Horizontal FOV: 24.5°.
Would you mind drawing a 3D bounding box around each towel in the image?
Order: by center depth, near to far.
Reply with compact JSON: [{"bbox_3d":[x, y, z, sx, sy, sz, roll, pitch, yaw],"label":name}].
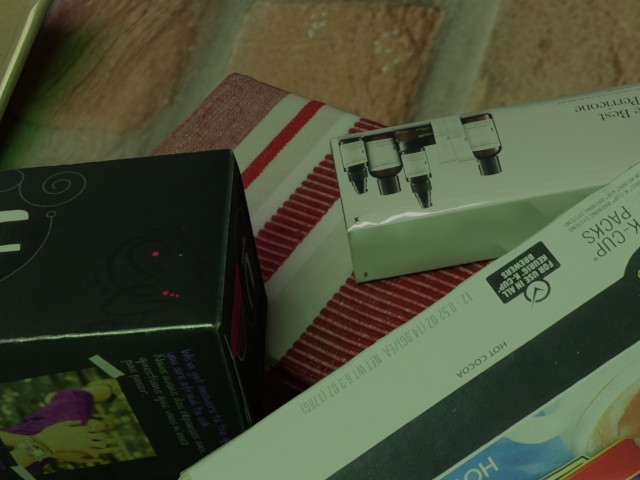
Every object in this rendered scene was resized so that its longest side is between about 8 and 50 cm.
[{"bbox_3d":[0.000,0.000,1.085,0.329,0.037,0.237,23,56,27],"label":"towel"}]

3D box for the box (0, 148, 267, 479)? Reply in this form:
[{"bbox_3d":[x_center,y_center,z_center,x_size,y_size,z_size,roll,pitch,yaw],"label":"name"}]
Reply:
[{"bbox_3d":[-0.178,0.055,0.937,0.270,0.143,0.165,-5,42,5],"label":"box"}]

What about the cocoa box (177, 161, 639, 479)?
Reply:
[{"bbox_3d":[0.145,0.164,0.818,0.347,0.231,0.228,-34,51,2],"label":"cocoa box"}]

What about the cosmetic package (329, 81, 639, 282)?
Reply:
[{"bbox_3d":[0.132,-0.044,1.037,0.239,0.060,0.099,-11,48,0],"label":"cosmetic package"}]

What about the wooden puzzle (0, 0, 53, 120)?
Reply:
[{"bbox_3d":[-0.427,-0.132,1.365,0.322,0.080,0.348,19,81,35],"label":"wooden puzzle"}]
